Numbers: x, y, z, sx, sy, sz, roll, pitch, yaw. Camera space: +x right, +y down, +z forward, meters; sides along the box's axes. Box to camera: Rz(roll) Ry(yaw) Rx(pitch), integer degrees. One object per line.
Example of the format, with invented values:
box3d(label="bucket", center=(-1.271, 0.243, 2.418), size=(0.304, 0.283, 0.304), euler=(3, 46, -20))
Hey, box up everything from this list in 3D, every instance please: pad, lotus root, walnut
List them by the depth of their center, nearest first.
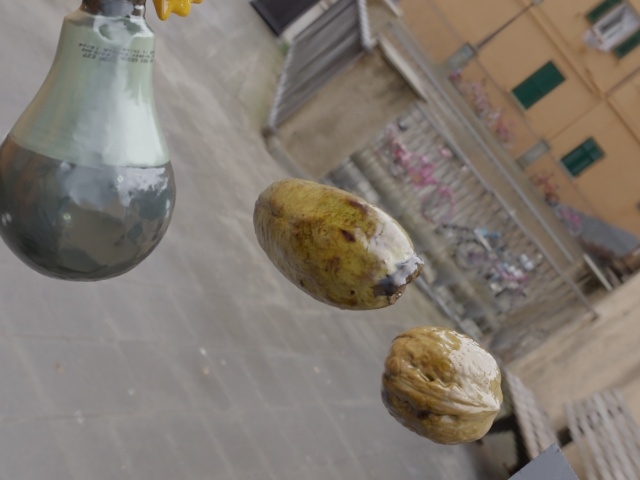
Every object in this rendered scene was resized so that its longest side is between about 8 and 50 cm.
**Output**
box3d(label="lotus root", center=(0.000, 0.000, 1.031), size=(0.097, 0.110, 0.258), euler=(19, 4, -35))
box3d(label="pad", center=(0.269, 0.370, 1.346), size=(0.127, 0.190, 0.004), euler=(58, -15, -6))
box3d(label="walnut", center=(0.171, 0.201, 1.430), size=(0.184, 0.155, 0.155), euler=(23, -10, 43))

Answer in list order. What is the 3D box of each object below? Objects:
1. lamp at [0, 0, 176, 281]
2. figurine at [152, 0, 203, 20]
box3d(label="lamp", center=(-0.204, -0.105, 1.011), size=(0.182, 0.314, 0.182), euler=(28, 14, -7))
box3d(label="figurine", center=(-0.086, -0.325, 0.929), size=(0.344, 0.187, 0.215), euler=(158, -76, -65))
